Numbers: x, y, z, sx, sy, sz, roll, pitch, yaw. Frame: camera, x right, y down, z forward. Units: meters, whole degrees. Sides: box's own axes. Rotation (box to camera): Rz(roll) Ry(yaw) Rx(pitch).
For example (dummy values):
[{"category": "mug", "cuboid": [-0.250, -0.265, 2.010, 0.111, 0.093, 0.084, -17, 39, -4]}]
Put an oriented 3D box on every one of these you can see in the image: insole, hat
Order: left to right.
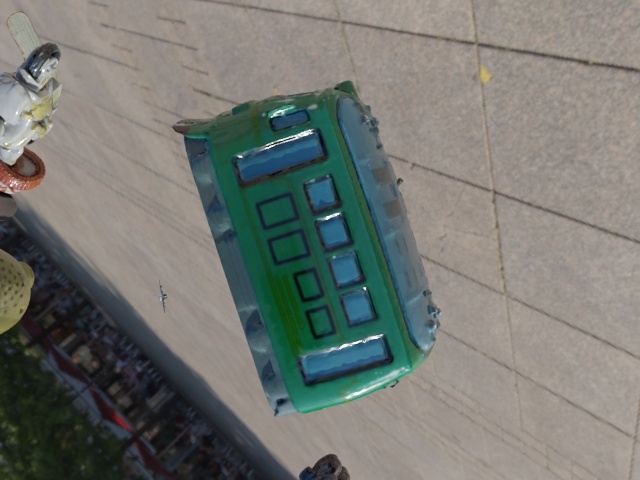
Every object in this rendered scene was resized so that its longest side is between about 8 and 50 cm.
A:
[{"category": "hat", "cuboid": [-0.676, -0.132, 1.303, 0.162, 0.094, 0.112, -27, 129, 37]}, {"category": "insole", "cuboid": [-0.587, -0.380, 1.242, 0.004, 0.064, 0.188, 35, 151, 26]}]

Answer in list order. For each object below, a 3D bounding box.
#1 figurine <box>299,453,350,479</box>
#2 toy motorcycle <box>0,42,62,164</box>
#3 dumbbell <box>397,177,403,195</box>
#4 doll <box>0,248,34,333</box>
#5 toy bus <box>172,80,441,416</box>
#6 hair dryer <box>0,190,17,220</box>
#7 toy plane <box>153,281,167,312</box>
[{"category": "figurine", "cuboid": [0.047, 0.570, 1.080, 0.332, 0.204, 0.185, 41, 165, 42]}, {"category": "toy motorcycle", "cuboid": [-0.436, -0.186, 0.879, 0.074, 0.151, 0.228, 36, 142, -12]}, {"category": "dumbbell", "cuboid": [0.114, -0.066, 1.362, 0.099, 0.099, 0.208, 45, 121, 3]}, {"category": "doll", "cuboid": [-0.565, 0.124, 0.941, 0.161, 0.261, 0.177, -7, 148, 32]}, {"category": "toy bus", "cuboid": [0.000, 0.000, 0.667, 0.199, 0.183, 0.344, -18, 94, 19]}, {"category": "hair dryer", "cuboid": [-0.668, 0.039, 1.039, 0.120, 0.360, 0.303, 26, 175, -6]}, {"category": "toy plane", "cuboid": [-0.367, 0.131, 1.404, 0.084, 0.024, 0.078, 113, 145, -76]}]
